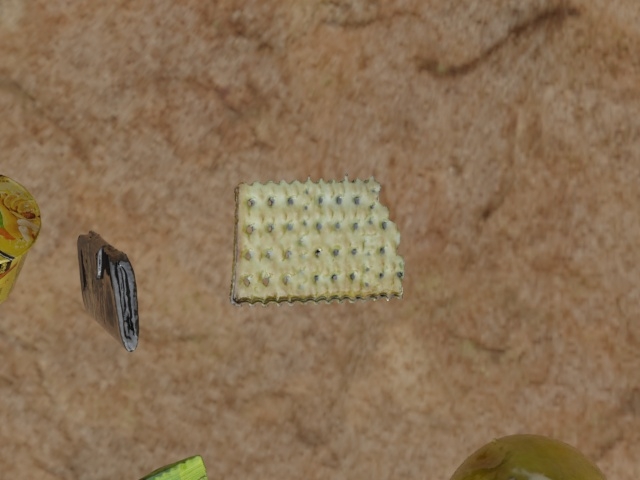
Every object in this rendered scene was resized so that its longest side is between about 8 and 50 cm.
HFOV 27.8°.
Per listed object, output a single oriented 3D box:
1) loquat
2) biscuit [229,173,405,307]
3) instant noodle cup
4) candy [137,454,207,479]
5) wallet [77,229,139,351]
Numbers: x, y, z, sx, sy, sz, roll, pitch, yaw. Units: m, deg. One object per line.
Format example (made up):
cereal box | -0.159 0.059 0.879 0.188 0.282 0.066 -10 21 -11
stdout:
loquat | 0.204 0.299 1.285 0.213 0.213 0.213 5 121 9
biscuit | 0.000 0.000 1.367 0.203 0.016 0.144 -3 103 -23
instant noodle cup | -0.423 0.004 1.576 0.151 0.151 0.122 23 138 -2
candy | -0.192 0.437 1.839 0.149 0.069 0.246 -29 117 -21
wallet | -0.178 0.039 1.076 0.018 0.157 0.082 -10 103 -20
